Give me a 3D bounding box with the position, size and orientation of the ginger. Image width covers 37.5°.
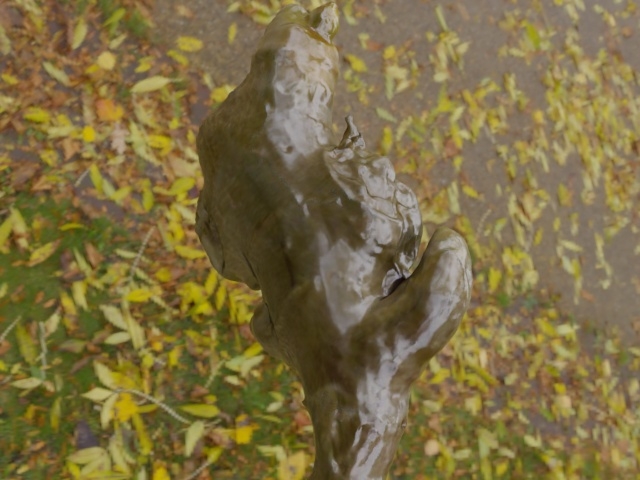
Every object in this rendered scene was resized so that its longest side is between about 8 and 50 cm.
[{"bbox_3d":[-0.001,-0.002,0.573,0.080,0.166,0.333,17,48,-47],"label":"ginger"}]
